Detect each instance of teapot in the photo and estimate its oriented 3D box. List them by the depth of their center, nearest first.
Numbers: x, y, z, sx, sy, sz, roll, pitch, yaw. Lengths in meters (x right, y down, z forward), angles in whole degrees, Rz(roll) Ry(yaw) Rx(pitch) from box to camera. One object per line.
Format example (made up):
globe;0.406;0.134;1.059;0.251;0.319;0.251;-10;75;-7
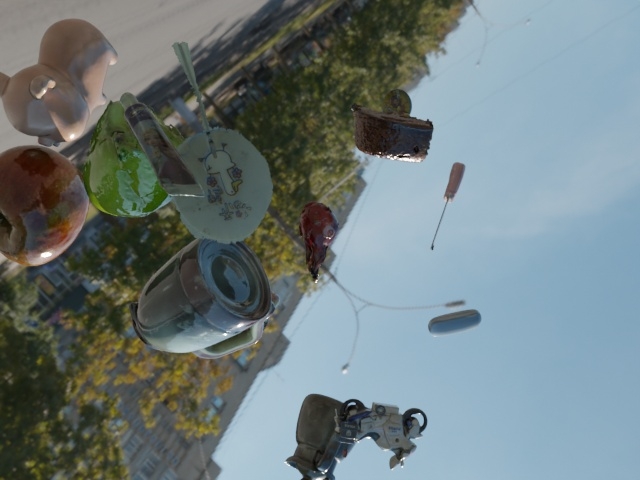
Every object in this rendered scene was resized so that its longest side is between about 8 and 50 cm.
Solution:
teapot;-0.274;0.167;1.506;0.312;0.315;0.233;-31;-143;28
teapot;0.026;0.674;2.079;0.305;0.223;0.285;-7;-130;51

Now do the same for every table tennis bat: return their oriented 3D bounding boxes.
table tennis bat;0.231;-0.401;1.998;0.019;0.100;0.155;-37;158;-47

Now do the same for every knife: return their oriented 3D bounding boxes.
knife;0.375;-0.110;1.870;0.081;0.043;0.336;93;17;-51

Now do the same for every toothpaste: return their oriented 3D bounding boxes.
toothpaste;-0.234;-0.137;0.906;0.062;0.216;0.037;-6;140;-44

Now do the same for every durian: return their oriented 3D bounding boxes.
durian;-0.411;-0.169;1.401;0.340;0.204;0.256;-51;-135;43

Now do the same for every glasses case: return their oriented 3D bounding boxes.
glasses case;0.438;0.269;2.081;0.178;0.067;0.045;-11;-149;-7

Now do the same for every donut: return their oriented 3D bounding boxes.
donut;0.171;-0.264;1.595;0.186;0.126;0.144;2;-156;-7

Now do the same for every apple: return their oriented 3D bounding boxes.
apple;-0.740;-0.102;1.664;0.301;0.301;0.301;-38;-168;10

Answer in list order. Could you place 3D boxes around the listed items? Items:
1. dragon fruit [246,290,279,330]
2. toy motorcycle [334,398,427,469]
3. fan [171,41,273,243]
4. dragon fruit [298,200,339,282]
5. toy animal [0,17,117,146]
dragon fruit;-0.276;0.189;1.758;0.290;0.290;0.189;-9;-121;67
toy motorcycle;0.137;0.456;1.504;0.102;0.221;0.150;151;-51;-88
fan;-0.220;-0.195;1.288;0.233;0.415;0.012;-18;-174;-35
dragon fruit;0.000;0.000;1.469;0.094;0.190;0.094;-4;171;-1
toy animal;-0.645;-0.393;1.584;0.237;0.326;0.269;16;-173;29
